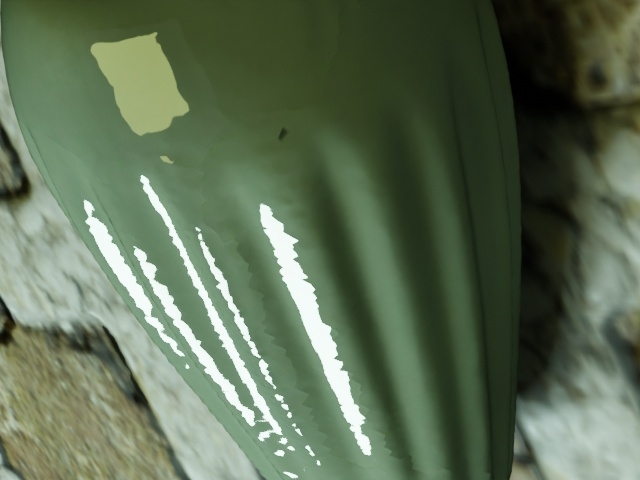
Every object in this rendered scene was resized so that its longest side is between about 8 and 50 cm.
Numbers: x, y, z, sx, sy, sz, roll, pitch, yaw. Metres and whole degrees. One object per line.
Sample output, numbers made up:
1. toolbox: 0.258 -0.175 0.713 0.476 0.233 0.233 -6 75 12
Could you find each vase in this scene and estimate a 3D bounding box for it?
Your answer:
1. vase: 0.000 0.000 0.525 0.128 0.128 0.248 25 147 40
